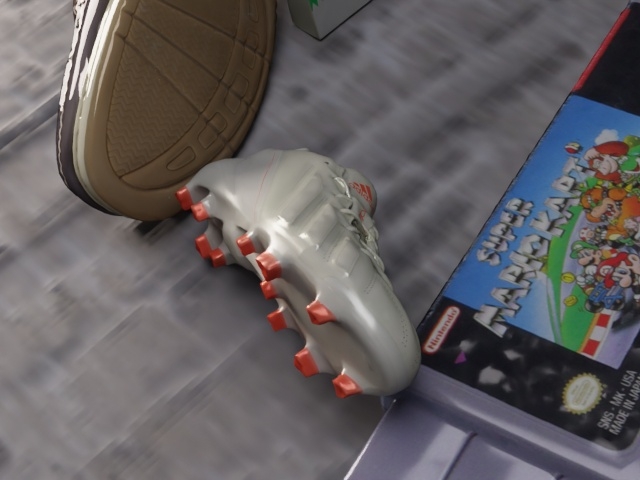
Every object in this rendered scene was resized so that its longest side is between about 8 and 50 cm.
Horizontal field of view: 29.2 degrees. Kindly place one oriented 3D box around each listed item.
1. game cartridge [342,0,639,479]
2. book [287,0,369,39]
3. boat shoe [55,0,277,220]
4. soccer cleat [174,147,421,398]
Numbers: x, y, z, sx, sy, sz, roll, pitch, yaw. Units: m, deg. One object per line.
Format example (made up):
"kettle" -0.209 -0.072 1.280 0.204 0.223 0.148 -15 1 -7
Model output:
"game cartridge" 0.182 0.020 0.507 0.230 0.068 0.355 25 63 22
"book" 0.034 -0.189 0.661 0.144 0.096 0.035 -42 57 -17
"boat shoe" -0.083 -0.138 0.656 0.092 0.103 0.285 -6 63 39
"soccer cleat" 0.000 0.000 0.524 0.076 0.068 0.196 -26 29 -14
